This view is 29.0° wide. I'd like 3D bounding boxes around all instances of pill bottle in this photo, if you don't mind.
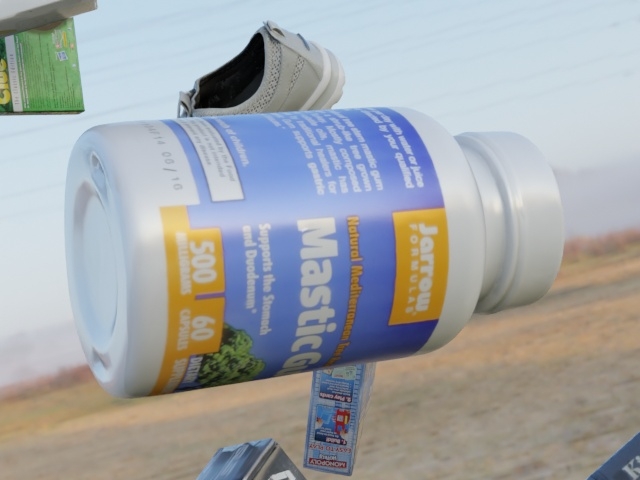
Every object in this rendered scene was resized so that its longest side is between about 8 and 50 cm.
[{"bbox_3d":[0.000,0.000,0.719,0.272,0.152,0.152,-6,-9,-24],"label":"pill bottle"}]

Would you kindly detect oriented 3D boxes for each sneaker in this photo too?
[{"bbox_3d":[-0.112,-0.100,1.167,0.281,0.105,0.115,-46,-42,8],"label":"sneaker"}]

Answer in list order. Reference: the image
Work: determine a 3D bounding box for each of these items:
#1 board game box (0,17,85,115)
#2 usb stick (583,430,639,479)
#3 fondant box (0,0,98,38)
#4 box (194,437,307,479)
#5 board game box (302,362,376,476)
[{"bbox_3d":[-0.392,-0.294,1.635,0.136,0.260,0.030,-4,-5,-37],"label":"board game box"},{"bbox_3d":[0.352,0.229,1.293,0.278,0.045,0.077,-40,38,-5],"label":"usb stick"},{"bbox_3d":[-0.433,-0.408,1.484,0.238,0.330,0.096,-19,-2,-9],"label":"fondant box"},{"bbox_3d":[-0.037,0.438,1.160,0.097,0.395,0.318,-20,23,42],"label":"box"},{"bbox_3d":[0.027,0.158,1.411,0.060,0.194,0.194,10,7,7],"label":"board game box"}]
